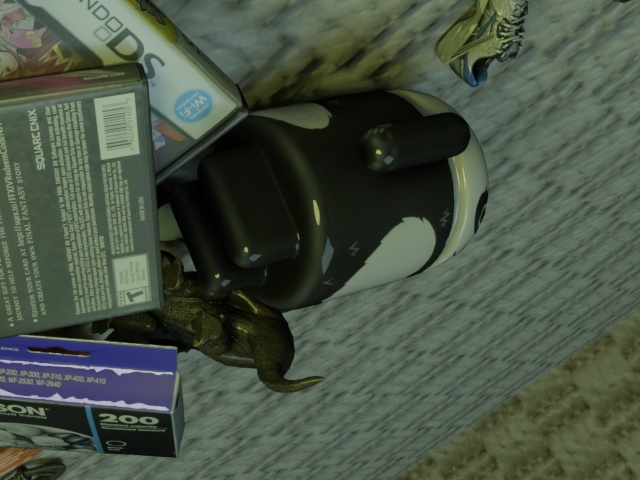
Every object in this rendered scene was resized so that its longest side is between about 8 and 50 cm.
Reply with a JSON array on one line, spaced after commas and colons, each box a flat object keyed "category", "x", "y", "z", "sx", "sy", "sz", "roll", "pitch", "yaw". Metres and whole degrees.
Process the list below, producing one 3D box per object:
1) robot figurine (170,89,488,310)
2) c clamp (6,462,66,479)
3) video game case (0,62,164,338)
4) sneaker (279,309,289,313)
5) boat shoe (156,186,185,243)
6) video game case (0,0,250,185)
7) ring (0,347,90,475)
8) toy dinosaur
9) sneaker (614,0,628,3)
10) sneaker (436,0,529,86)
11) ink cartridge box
[{"category": "robot figurine", "x": 0.017, "y": -0.035, "z": 1.022, "sx": 0.278, "sy": 0.209, "sz": 0.173, "roll": -14, "pitch": 114, "yaw": -36}, {"category": "c clamp", "x": -0.395, "y": 0.317, "z": 1.466, "sx": 0.161, "sy": 0.022, "sz": 0.137, "roll": -33, "pitch": 158, "yaw": 6}, {"category": "video game case", "x": -0.236, "y": -0.005, "z": 0.725, "sx": 0.274, "sy": 0.026, "sz": 0.196, "roll": -10, "pitch": 136, "yaw": -13}, {"category": "sneaker", "x": 0.000, "y": 0.000, "z": 1.232, "sx": 0.211, "sy": 0.080, "sz": 0.081, "roll": -33, "pitch": 154, "yaw": -21}, {"category": "boat shoe", "x": -0.121, "y": -0.020, "z": 1.065, "sx": 0.049, "sy": 0.042, "sz": 0.133, "roll": -59, "pitch": 152, "yaw": 9}, {"category": "video game case", "x": -0.220, "y": -0.071, "z": 0.709, "sx": 0.275, "sy": 0.035, "sz": 0.248, "roll": -36, "pitch": 136, "yaw": 12}, {"category": "ring", "x": -0.372, "y": 0.188, "z": 1.205, "sx": 0.337, "sy": 0.032, "sz": 0.336, "roll": -27, "pitch": 158, "yaw": -12}, {"category": "toy dinosaur", "x": -0.099, "y": 0.068, "z": 1.083, "sx": 0.314, "sy": 0.121, "sz": 0.160, "roll": 4, "pitch": 169, "yaw": 37}, {"category": "sneaker", "x": 0.175, "y": -0.258, "z": 0.896, "sx": 0.267, "sy": 0.101, "sz": 0.106, "roll": 0, "pitch": 121, "yaw": -51}, {"category": "sneaker", "x": 0.161, "y": -0.188, "z": 1.040, "sx": 0.052, "sy": 0.058, "sz": 0.135, "roll": -12, "pitch": 151, "yaw": -40}, {"category": "ink cartridge box", "x": -0.228, "y": 0.141, "z": 1.061, "sx": 0.206, "sy": 0.045, "sz": 0.208, "roll": 5, "pitch": 152, "yaw": -2}]
